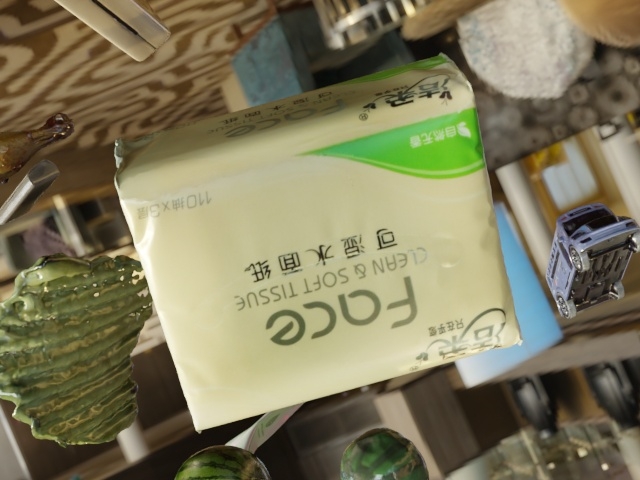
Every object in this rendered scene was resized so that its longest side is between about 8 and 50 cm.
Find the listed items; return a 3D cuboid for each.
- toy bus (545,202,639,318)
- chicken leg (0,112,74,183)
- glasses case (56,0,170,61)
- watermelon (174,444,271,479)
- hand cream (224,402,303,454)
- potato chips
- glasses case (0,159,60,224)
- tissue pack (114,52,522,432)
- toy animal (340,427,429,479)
[{"bbox_3d":[0.500,0.029,1.895,0.125,0.133,0.292,-20,151,-6],"label":"toy bus"},{"bbox_3d":[-0.604,-0.135,1.879,0.322,0.083,0.177,-34,172,22],"label":"chicken leg"},{"bbox_3d":[-0.354,-0.393,1.565,0.076,0.144,0.336,-40,165,6],"label":"glasses case"},{"bbox_3d":[-0.125,0.359,1.448,0.187,0.141,0.140,-24,179,33],"label":"watermelon"},{"bbox_3d":[-0.076,0.297,1.705,0.275,0.050,0.079,-41,180,-24],"label":"hand cream"},{"bbox_3d":[-0.454,0.200,1.928,0.097,0.373,0.389,12,178,36],"label":"potato chips"},{"bbox_3d":[-0.576,-0.092,1.986,0.190,0.042,0.072,-35,-172,48],"label":"glasses case"},{"bbox_3d":[0.000,0.000,1.185,0.404,0.332,0.205,-15,-159,-1],"label":"tissue pack"},{"bbox_3d":[0.126,0.552,2.091,0.216,0.338,0.191,21,-147,40],"label":"toy animal"}]
